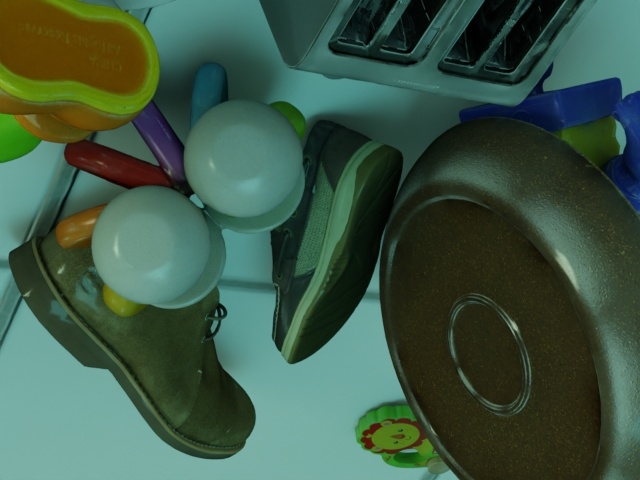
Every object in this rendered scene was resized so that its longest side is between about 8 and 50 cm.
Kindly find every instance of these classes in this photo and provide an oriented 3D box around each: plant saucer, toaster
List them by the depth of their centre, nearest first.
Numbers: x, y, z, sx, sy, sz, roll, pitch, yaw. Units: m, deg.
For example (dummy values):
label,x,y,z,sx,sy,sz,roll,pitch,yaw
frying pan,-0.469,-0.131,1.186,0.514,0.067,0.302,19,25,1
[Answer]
label,x,y,z,sx,sy,sz,roll,pitch,yaw
toaster,0.074,-0.174,0.945,0.168,0.110,0.186,7,138,-28
plant saucer,0.129,0.071,1.066,0.050,0.310,0.310,-18,149,-29

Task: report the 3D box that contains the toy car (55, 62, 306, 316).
label,x,y,z,sx,sy,sz,roll,pitch,yaw
toy car,-0.097,-0.042,1.041,0.182,0.136,0.159,-43,175,-2

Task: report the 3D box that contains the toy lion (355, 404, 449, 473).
label,x,y,z,sx,sy,sz,roll,pitch,yaw
toy lion,0.081,0.188,1.496,0.096,0.034,0.100,-2,143,-5

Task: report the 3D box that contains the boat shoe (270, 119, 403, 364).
label,x,y,z,sx,sy,sz,roll,pitch,yaw
boat shoe,-0.001,0.000,1.182,0.080,0.073,0.223,-32,153,-39

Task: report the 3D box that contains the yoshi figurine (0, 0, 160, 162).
label,x,y,z,sx,sy,sz,roll,pitch,yaw
yoshi figurine,-0.239,-0.111,0.821,0.203,0.203,0.362,-37,-166,-36

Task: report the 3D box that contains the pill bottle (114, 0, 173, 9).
label,x,y,z,sx,sy,sz,roll,pitch,yaw
pill bottle,-0.106,-0.224,0.816,0.108,0.108,0.193,-9,144,-9

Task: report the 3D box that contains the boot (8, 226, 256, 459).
label,x,y,z,sx,sy,sz,roll,pitch,yaw
boot,-0.109,0.075,1.223,0.115,0.112,0.305,-32,139,6

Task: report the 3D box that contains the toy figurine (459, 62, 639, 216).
label,x,y,z,sx,sy,sz,roll,pitch,yaw
toy figurine,0.176,-0.049,1.140,0.191,0.217,0.362,-25,-169,-30
